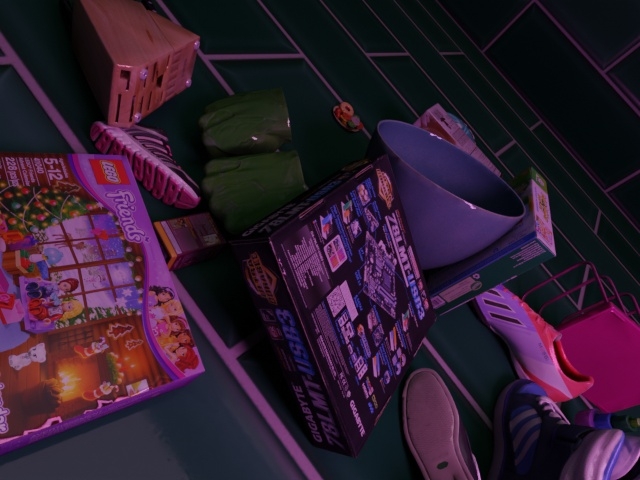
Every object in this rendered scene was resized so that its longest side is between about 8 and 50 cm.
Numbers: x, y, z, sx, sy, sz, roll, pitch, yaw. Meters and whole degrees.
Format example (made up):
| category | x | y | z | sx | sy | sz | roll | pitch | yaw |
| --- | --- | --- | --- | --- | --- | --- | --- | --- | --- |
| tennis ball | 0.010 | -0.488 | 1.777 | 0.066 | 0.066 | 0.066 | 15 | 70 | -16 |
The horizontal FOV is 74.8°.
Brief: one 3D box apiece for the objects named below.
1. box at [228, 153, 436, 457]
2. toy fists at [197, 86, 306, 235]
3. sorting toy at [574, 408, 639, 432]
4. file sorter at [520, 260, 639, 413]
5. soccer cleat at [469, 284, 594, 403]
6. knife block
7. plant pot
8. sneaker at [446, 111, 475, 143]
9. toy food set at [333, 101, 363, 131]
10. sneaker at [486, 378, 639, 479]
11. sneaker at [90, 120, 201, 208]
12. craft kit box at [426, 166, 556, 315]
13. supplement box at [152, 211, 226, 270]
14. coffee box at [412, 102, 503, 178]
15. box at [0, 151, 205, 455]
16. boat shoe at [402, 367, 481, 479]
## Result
| category | x | y | z | sx | sy | sz | roll | pitch | yaw |
| --- | --- | --- | --- | --- | --- | --- | --- | --- | --- |
| box | 0.047 | 0.066 | 0.568 | 0.293 | 0.073 | 0.296 | -42 | 118 | -48 |
| toy fists | -0.109 | -0.124 | 0.640 | 0.142 | 0.096 | 0.279 | -9 | 58 | -7 |
| sorting toy | 0.508 | 0.453 | 0.679 | 0.127 | 0.126 | 0.366 | 26 | 53 | -11 |
| file sorter | 0.638 | 0.216 | 0.960 | 0.290 | 0.202 | 0.182 | 37 | 39 | -12 |
| soccer cleat | 0.418 | 0.175 | 0.864 | 0.108 | 0.116 | 0.319 | -10 | 66 | -44 |
| knife block | -0.317 | -0.297 | 0.607 | 0.241 | 0.088 | 0.276 | 24 | 38 | -6 |
| plant pot | 0.185 | -0.060 | 0.771 | 0.290 | 0.196 | 0.290 | 21 | 33 | -14 |
| sneaker | 0.393 | -0.260 | 1.170 | 0.110 | 0.106 | 0.276 | 37 | 29 | -63 |
| toy food set | 0.067 | -0.296 | 1.012 | 0.083 | 0.020 | 0.083 | 48 | 40 | 1 |
| sneaker | 0.389 | 0.314 | 0.637 | 0.130 | 0.236 | 0.322 | 48 | 41 | 1 |
| sneaker | -0.228 | -0.116 | 0.585 | 0.170 | 0.063 | 0.075 | 38 | 47 | -3 |
| craft kit box | 0.323 | 0.000 | 0.823 | 0.061 | 0.250 | 0.247 | 39 | 42 | -12 |
| supplement box | -0.176 | 0.001 | 0.552 | 0.083 | 0.043 | 0.055 | -17 | 69 | -46 |
| coffee box | 0.315 | -0.199 | 1.056 | 0.246 | 0.141 | 0.098 | 49 | 40 | 0 |
| box | -0.267 | 0.038 | 0.433 | 0.200 | 0.057 | 0.294 | -9 | 65 | -45 |
| boat shoe | 0.176 | 0.304 | 0.604 | 0.079 | 0.083 | 0.233 | 55 | 18 | -49 |
